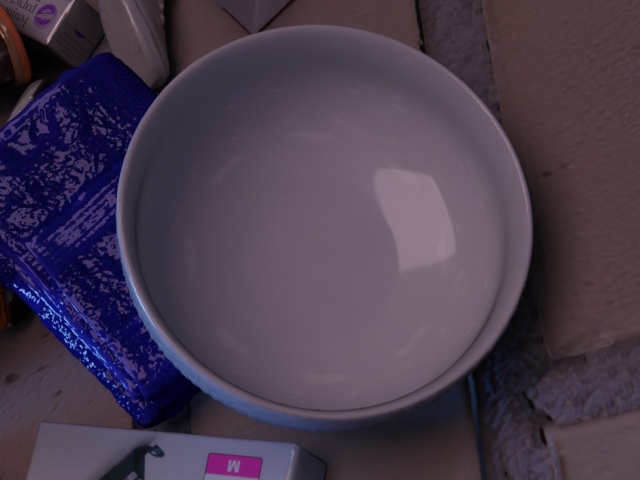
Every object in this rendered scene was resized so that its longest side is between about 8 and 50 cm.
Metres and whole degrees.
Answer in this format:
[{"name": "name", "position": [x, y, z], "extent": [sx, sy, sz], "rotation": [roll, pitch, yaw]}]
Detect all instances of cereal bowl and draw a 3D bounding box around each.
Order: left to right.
[{"name": "cereal bowl", "position": [0.000, 0.000, 1.341], "extent": [0.339, 0.141, 0.339], "rotation": [1, 71, -4]}]

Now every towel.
[{"name": "towel", "position": [-0.179, -0.009, 1.460], "extent": [0.227, 0.076, 0.308], "rotation": [-45, 72, -4]}]

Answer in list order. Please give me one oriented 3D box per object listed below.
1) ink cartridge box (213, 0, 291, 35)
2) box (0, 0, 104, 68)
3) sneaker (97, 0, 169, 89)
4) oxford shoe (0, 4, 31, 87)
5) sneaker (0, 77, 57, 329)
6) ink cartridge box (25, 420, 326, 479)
[{"name": "ink cartridge box", "position": [-0.119, -0.301, 1.590], "extent": [0.067, 0.115, 0.198], "rotation": [-42, 54, 6]}, {"name": "box", "position": [-0.364, -0.270, 1.740], "extent": [0.324, 0.067, 0.063], "rotation": [27, 83, 35]}, {"name": "sneaker", "position": [-0.179, -0.253, 1.633], "extent": [0.094, 0.080, 0.212], "rotation": [-14, 70, -27]}, {"name": "oxford shoe", "position": [-0.440, -0.207, 1.690], "extent": [0.363, 0.130, 0.133], "rotation": [18, 42, 42]}, {"name": "sneaker", "position": [-0.325, -0.043, 1.602], "extent": [0.121, 0.099, 0.262], "rotation": [3, 67, 37]}, {"name": "ink cartridge box", "position": [-0.147, 0.285, 1.381], "extent": [0.275, 0.060, 0.239], "rotation": [1, 68, 29]}]
